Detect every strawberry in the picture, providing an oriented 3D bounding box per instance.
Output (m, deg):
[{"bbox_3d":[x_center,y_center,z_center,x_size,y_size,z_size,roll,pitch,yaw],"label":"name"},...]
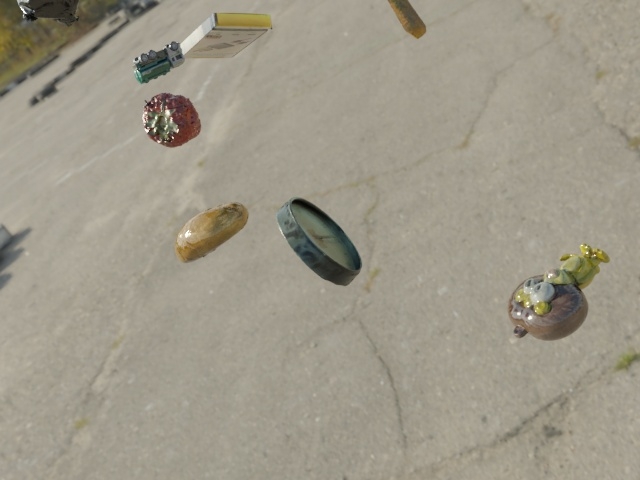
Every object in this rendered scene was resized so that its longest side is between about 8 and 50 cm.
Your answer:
[{"bbox_3d":[-0.183,-0.152,1.032,0.073,0.073,0.083,-24,-3,25],"label":"strawberry"}]

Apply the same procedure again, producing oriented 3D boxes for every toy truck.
[{"bbox_3d":[-0.249,-0.274,1.256,0.083,0.044,0.039,-30,17,-24],"label":"toy truck"}]

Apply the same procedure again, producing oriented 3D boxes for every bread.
[{"bbox_3d":[-0.215,-0.020,1.555,0.189,0.077,0.114,-27,22,36],"label":"bread"}]

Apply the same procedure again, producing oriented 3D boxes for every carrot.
[{"bbox_3d":[0.159,-0.488,1.664,0.042,0.170,0.042,-32,17,11],"label":"carrot"}]

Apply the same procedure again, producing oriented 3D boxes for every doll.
[{"bbox_3d":[0.376,0.081,1.321,0.145,0.096,0.188,-4,48,49],"label":"doll"}]

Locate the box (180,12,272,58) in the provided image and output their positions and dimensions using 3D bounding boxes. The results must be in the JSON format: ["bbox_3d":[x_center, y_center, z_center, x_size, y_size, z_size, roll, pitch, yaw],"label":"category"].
[{"bbox_3d":[-0.210,-0.428,1.738,0.129,0.033,0.247,-8,-2,-28],"label":"box"}]

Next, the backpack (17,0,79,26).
[{"bbox_3d":[-0.577,-0.525,1.689,0.120,0.165,0.106,-11,-35,-42],"label":"backpack"}]

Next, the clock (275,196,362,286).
[{"bbox_3d":[0.000,0.000,1.764,0.049,0.226,0.226,-44,18,20],"label":"clock"}]
